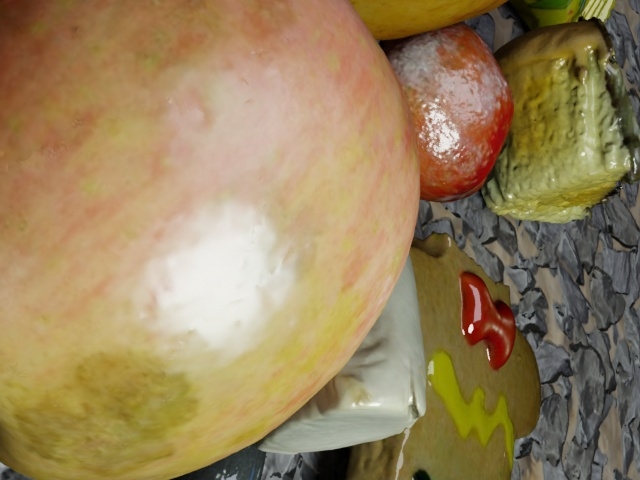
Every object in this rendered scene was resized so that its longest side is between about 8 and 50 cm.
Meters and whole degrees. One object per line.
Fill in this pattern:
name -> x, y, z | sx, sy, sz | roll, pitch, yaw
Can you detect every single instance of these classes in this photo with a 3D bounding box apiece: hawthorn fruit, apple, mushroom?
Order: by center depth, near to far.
apple -> -0.126, -0.027, 0.846 | 0.364, 0.364, 0.364 | 18, 66, -48
mushroom -> -0.001, 0.008, 1.097 | 0.154, 0.137, 0.407 | 98, -10, -45
hawthorn fruit -> 0.100, -0.117, 1.316 | 0.173, 0.173, 0.173 | 18, 66, -48

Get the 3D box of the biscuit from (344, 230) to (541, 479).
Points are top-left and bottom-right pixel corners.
biscuit -> 0.108, 0.197, 1.258 | 0.368, 0.076, 0.394 | 42, 54, -49

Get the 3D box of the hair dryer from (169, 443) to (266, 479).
hair dryer -> -0.056, 0.248, 1.106 | 0.219, 0.075, 0.195 | 48, 54, -44

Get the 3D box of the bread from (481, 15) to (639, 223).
bread -> 0.247, -0.130, 1.512 | 0.262, 0.163, 0.204 | 102, -16, -76

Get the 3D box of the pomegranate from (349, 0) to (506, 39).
pomegranate -> 0.044, -0.377, 1.155 | 0.417, 0.417, 0.416 | 18, 66, -48

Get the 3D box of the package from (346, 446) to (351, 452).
package -> 0.053, 0.203, 1.284 | 0.110, 0.015, 0.037 | 51, 39, -32

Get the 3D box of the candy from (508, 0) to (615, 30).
candy -> 0.263, -0.338, 1.617 | 0.297, 0.081, 0.187 | 39, 79, -41
